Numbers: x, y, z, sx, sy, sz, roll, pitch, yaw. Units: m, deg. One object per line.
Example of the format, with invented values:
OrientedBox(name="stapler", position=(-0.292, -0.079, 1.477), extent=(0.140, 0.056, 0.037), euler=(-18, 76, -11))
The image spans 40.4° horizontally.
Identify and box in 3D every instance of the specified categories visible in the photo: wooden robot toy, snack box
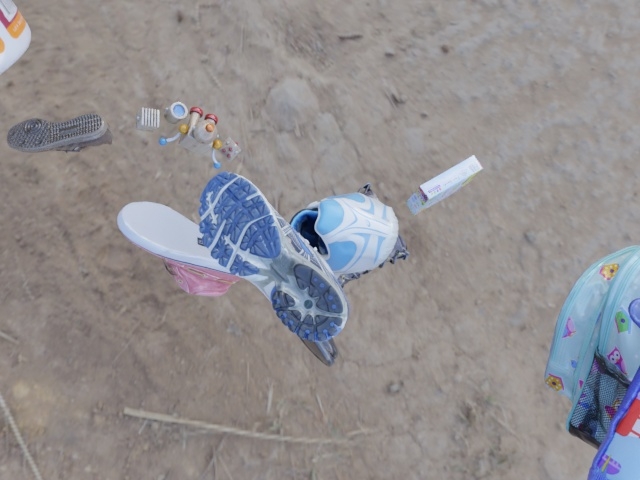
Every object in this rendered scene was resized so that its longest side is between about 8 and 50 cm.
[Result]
OrientedBox(name="wooden robot toy", position=(-0.184, -0.171, 1.305), extent=(0.173, 0.079, 0.076), euler=(22, 71, -24))
OrientedBox(name="snack box", position=(0.250, -0.111, 1.762), extent=(0.141, 0.100, 0.037), euler=(-29, 79, -18))

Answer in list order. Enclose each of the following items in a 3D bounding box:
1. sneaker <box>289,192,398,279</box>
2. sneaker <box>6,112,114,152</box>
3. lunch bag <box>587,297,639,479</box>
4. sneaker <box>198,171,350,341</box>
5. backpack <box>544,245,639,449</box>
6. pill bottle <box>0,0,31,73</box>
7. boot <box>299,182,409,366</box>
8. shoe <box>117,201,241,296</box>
OrientedBox(name="sneaker", position=(0.000, 0.000, 0.864), extent=(0.086, 0.237, 0.085), euler=(22, 73, -13))
OrientedBox(name="sneaker", position=(-0.462, -0.178, 1.553), extent=(0.188, 0.071, 0.066), euler=(-5, 65, 10))
OrientedBox(name="lunch bag", position=(0.319, 0.110, 0.513), extent=(0.293, 0.138, 0.221), euler=(28, 93, 21))
OrientedBox(name="sneaker", position=(-0.029, 0.012, 0.576), extent=(0.052, 0.058, 0.135), euler=(-41, 76, 12))
OrientedBox(name="backpack", position=(0.284, 0.077, 0.714), extent=(0.166, 0.144, 0.188), euler=(-16, 133, -34))
OrientedBox(name="pill bottle", position=(-0.336, -0.221, 0.673), extent=(0.121, 0.121, 0.221), euler=(-26, 124, 4))
OrientedBox(name="boot", position=(0.049, 0.056, 1.463), extent=(0.229, 0.091, 0.263), euler=(-21, 92, -17))
OrientedBox(name="shoe", position=(-0.166, 0.017, 1.019), extent=(0.178, 0.063, 0.081), euler=(20, 137, -31))
